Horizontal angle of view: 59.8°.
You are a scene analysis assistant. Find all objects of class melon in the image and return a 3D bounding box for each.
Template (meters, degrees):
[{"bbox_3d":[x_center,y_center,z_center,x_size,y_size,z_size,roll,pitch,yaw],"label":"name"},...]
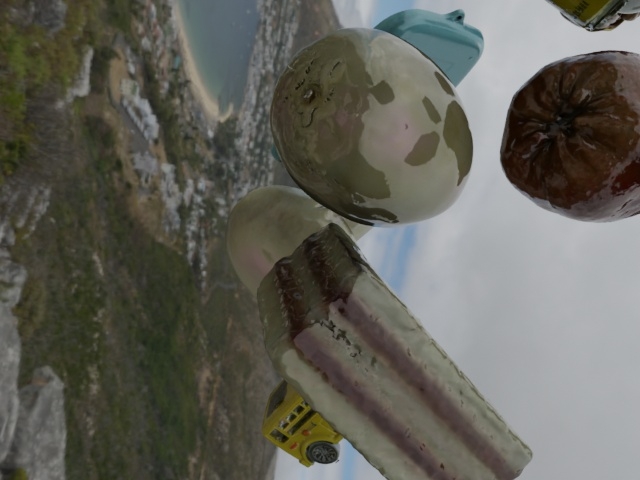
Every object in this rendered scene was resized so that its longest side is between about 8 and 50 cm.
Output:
[{"bbox_3d":[0.070,-0.132,0.706,0.316,0.222,0.223,20,74,-52],"label":"melon"}]

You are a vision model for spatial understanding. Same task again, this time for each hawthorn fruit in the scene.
[{"bbox_3d":[0.398,-0.141,0.812,0.258,0.261,0.258,-44,-152,31],"label":"hawthorn fruit"}]

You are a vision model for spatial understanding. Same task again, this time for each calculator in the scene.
[{"bbox_3d":[0.095,-0.231,0.915,0.386,0.256,0.055,-42,-119,44],"label":"calculator"}]

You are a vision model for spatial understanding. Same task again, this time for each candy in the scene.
[{"bbox_3d":[0.072,0.142,0.597,0.135,0.321,0.179,-42,-158,2],"label":"candy"}]

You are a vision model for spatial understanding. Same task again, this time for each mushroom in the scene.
[{"bbox_3d":[-0.012,0.030,1.082,0.315,0.355,0.316,-5,90,-80],"label":"mushroom"}]

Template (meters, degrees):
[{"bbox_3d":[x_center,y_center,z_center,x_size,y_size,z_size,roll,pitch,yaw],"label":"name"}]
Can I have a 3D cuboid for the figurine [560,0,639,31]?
[{"bbox_3d":[0.525,-0.456,0.992,0.263,0.189,0.142,-70,-175,-83],"label":"figurine"}]

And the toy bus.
[{"bbox_3d":[0.039,0.246,0.985,0.330,0.152,0.144,-50,-167,26],"label":"toy bus"}]

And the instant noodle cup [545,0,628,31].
[{"bbox_3d":[0.178,-0.236,0.353,0.182,0.144,0.182,-44,175,-5],"label":"instant noodle cup"}]
